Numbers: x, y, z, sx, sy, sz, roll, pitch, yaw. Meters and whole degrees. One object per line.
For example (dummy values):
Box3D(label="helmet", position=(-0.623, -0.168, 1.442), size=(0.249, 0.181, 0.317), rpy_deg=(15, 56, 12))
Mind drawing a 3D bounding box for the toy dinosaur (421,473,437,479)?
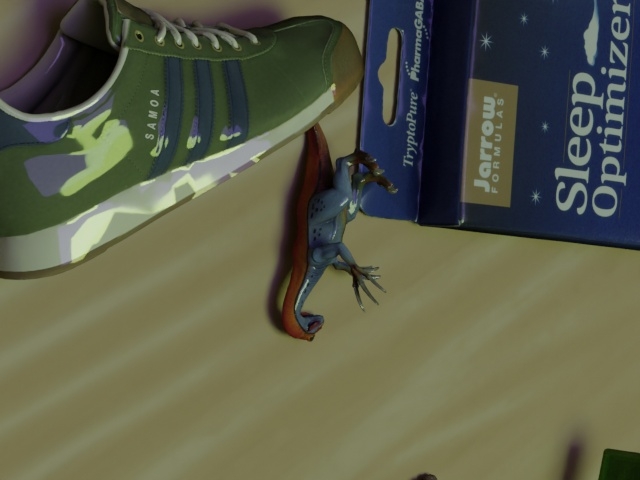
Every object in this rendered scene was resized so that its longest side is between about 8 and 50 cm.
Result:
Box3D(label="toy dinosaur", position=(0.006, 0.226, 0.806), size=(0.200, 0.127, 0.296), rpy_deg=(24, 70, -30))

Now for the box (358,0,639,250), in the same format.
Box3D(label="box", position=(0.116, -0.068, 0.938), size=(0.225, 0.036, 0.136), rpy_deg=(5, 88, -38))

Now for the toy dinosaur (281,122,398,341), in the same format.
Box3D(label="toy dinosaur", position=(0.000, 0.000, 0.855), size=(0.082, 0.090, 0.047), rpy_deg=(-49, 163, -5))

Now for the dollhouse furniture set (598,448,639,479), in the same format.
Box3D(label="dollhouse furniture set", position=(0.196, 0.154, 0.982), size=(0.151, 0.076, 0.059), rpy_deg=(23, 77, -36))

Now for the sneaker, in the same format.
Box3D(label="sneaker", position=(-0.065, -0.065, 0.770), size=(0.192, 0.064, 0.086), rpy_deg=(-34, 117, -30))
